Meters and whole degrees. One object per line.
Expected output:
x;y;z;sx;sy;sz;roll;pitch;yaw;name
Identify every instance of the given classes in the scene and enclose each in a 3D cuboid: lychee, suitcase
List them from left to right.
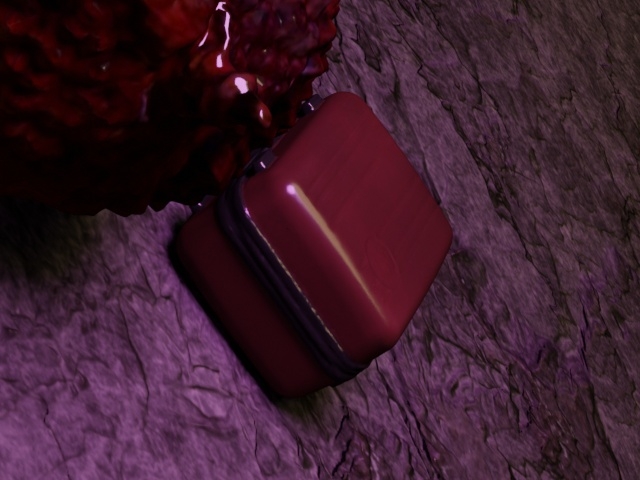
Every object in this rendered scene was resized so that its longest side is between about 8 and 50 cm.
-0.177;-0.213;1.545;0.424;0.424;0.500;36;9;-41;lychee
0.000;0.000;1.912;0.236;0.161;0.297;55;25;-10;suitcase
